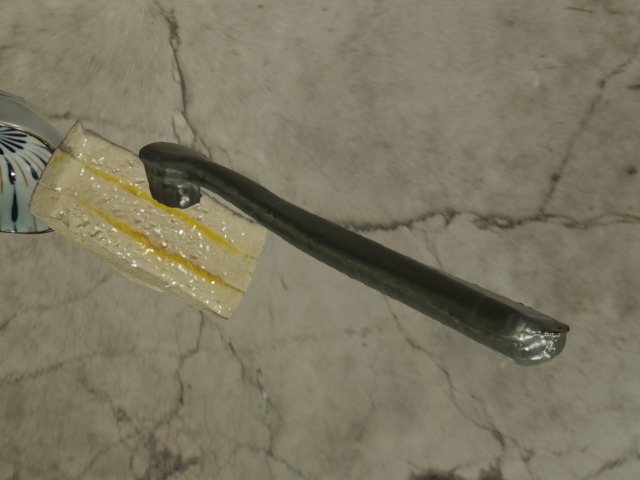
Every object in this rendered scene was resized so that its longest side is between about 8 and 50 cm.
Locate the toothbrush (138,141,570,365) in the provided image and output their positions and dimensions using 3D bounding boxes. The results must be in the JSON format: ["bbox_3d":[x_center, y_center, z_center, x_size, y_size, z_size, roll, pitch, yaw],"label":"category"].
[{"bbox_3d":[0.000,0.000,0.633,0.030,0.297,0.030,-19,117,-34],"label":"toothbrush"}]

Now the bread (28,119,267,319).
[{"bbox_3d":[-0.117,-0.012,0.954,0.105,0.152,0.077,20,81,24],"label":"bread"}]

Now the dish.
[{"bbox_3d":[-0.277,-0.076,1.121,0.191,0.190,0.066,8,62,-9],"label":"dish"}]
